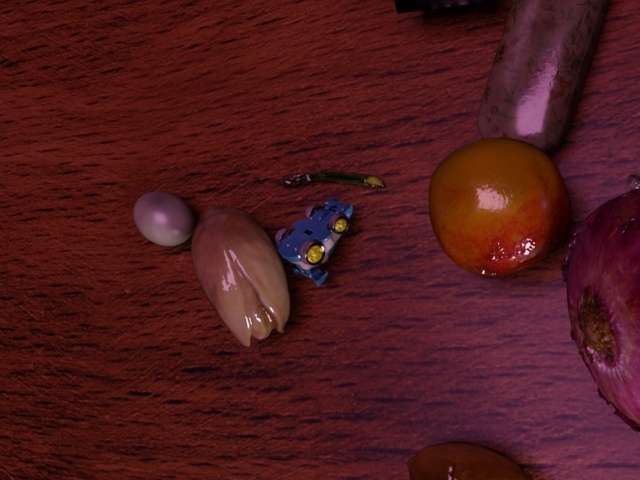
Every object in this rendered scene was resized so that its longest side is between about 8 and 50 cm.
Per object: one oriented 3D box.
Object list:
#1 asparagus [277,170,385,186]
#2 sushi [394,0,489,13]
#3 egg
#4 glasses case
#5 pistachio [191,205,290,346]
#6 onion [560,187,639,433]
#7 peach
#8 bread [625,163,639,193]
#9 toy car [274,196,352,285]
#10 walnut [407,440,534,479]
[{"bbox_3d":[0.018,-0.122,1.536,0.236,0.027,0.034,3,70,29],"label":"asparagus"},{"bbox_3d":[0.248,-0.562,1.400,0.215,0.212,0.227,3,122,35],"label":"sushi"},{"bbox_3d":[-0.339,-0.049,1.666,0.152,0.114,0.114,28,93,33],"label":"egg"},{"bbox_3d":[0.395,-0.350,1.337,0.156,0.098,0.425,17,87,28],"label":"glasses case"},{"bbox_3d":[-0.157,0.058,1.505,0.162,0.181,0.293,-28,74,-4],"label":"pistachio"},{"bbox_3d":[0.510,0.102,1.051,0.345,0.358,0.358,4,81,12],"label":"onion"},{"bbox_3d":[0.291,-0.053,1.263,0.231,0.231,0.231,-6,76,28],"label":"peach"},{"bbox_3d":[0.560,-0.080,1.188,0.177,0.084,0.119,8,49,29],"label":"bread"},{"bbox_3d":[0.000,0.000,1.500,0.161,0.098,0.126,-42,34,-18],"label":"toy car"},{"bbox_3d":[0.254,0.399,1.239,0.245,0.137,0.137,12,85,30],"label":"walnut"}]
